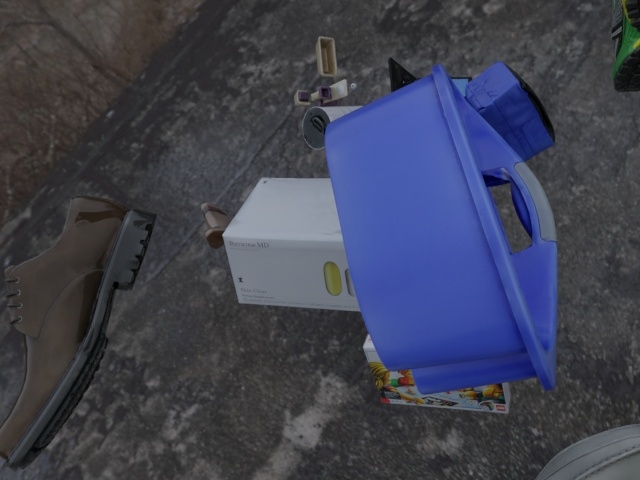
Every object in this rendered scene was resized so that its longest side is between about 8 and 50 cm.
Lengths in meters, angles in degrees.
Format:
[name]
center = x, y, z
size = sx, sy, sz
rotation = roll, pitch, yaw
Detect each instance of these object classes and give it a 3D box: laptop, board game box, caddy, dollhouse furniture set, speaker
[laptop]
center = 0.294, -0.331, 1.604
size = 0.137, 0.264, 0.234
rotation = -9, 80, 29
[board game box]
center = 0.267, 0.302, 1.439
size = 0.306, 0.192, 0.053
rotation = -2, 35, 26
[caddy]
center = 0.137, -0.010, 0.627
size = 0.179, 0.241, 0.341
rotation = -20, 60, 17
[dollhouse furniture set]
center = 0.011, -0.274, 0.995
size = 0.081, 0.091, 0.114
rotation = -4, 91, 54
[speaker]
center = 0.042, -0.152, 0.836
size = 0.055, 0.055, 0.136
rotation = 19, 23, 42

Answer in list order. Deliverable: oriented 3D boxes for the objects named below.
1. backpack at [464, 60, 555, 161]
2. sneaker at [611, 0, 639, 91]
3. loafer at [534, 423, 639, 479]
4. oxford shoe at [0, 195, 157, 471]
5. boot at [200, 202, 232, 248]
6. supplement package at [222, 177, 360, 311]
[backpack]
center = 0.246, -0.160, 0.839
size = 0.101, 0.120, 0.098
rotation = -34, 31, 24
[sneaker]
center = 0.446, -0.314, 0.818
size = 0.134, 0.343, 0.146
rotation = -9, 66, 19
[loafer]
center = 0.241, 0.314, 0.643
size = 0.319, 0.112, 0.111
rotation = -41, 6, 2
[oxford shoe]
center = -0.217, 0.067, 0.512
size = 0.083, 0.096, 0.227
rotation = 135, 153, -62
[boot]
center = -0.182, -0.029, 1.085
size = 0.042, 0.118, 0.087
rotation = -35, 70, 6
[supplement package]
center = 0.000, 0.000, 1.077
size = 0.262, 0.145, 0.204
rotation = 2, 34, 16
